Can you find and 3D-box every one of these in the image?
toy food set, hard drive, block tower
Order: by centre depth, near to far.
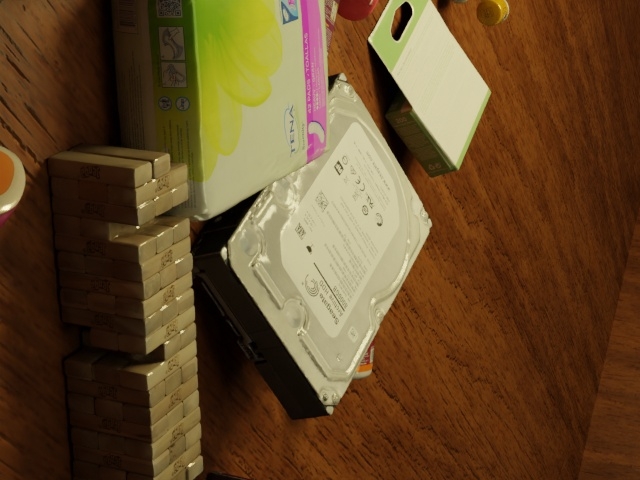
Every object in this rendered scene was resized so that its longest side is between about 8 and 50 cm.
[{"bbox_3d":[-0.172,0.082,1.316,0.091,0.097,0.335,-35,129,-59],"label":"block tower"},{"bbox_3d":[0.000,0.000,1.627,0.237,0.064,0.339,58,41,-24],"label":"hard drive"},{"bbox_3d":[0.237,-0.429,2.077,0.104,0.111,0.232,-36,126,-59],"label":"toy food set"}]

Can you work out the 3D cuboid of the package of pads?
[{"bbox_3d":[-0.091,-0.157,1.423,0.296,0.101,0.229,-33,125,-59],"label":"package of pads"}]

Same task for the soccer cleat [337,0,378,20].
[{"bbox_3d":[0.038,-0.379,1.684,0.095,0.083,0.248,-57,143,-53],"label":"soccer cleat"}]

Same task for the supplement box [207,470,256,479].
[{"bbox_3d":[-0.086,0.357,1.578,0.081,0.104,0.188,52,50,-59],"label":"supplement box"}]

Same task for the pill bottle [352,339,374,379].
[{"bbox_3d":[0.026,0.088,1.779,0.086,0.086,0.152,-11,106,-65],"label":"pill bottle"}]

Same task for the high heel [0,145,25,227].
[{"bbox_3d":[-0.294,0.019,1.075,0.117,0.082,0.244,-60,-173,34],"label":"high heel"}]

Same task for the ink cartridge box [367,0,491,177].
[{"bbox_3d":[0.135,-0.228,1.982,0.235,0.056,0.171,51,46,-27],"label":"ink cartridge box"}]

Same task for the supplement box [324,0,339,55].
[{"bbox_3d":[-0.013,-0.246,1.644,0.055,0.043,0.083,32,68,-64],"label":"supplement box"}]
